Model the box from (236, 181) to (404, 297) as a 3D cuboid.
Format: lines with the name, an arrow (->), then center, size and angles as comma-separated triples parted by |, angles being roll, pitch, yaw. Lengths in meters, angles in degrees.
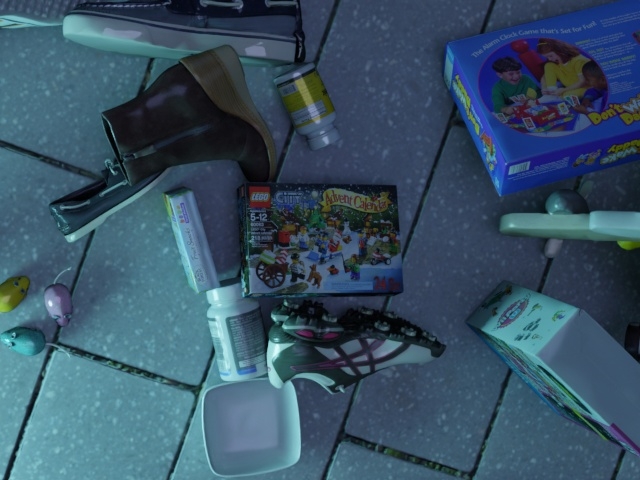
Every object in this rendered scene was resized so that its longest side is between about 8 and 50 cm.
box -> 0.000, 0.000, 1.940 | 0.233, 0.044, 0.159 | 0, 80, -20

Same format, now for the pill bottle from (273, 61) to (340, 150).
pill bottle -> -0.016, -0.190, 1.944 | 0.065, 0.065, 0.116 | -26, 101, -8

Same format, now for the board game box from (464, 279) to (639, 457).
board game box -> 0.355, 0.177, 1.934 | 0.224, 0.303, 0.097 | 44, 86, -12

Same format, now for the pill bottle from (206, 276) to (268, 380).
pill bottle -> -0.119, 0.126, 1.948 | 0.078, 0.078, 0.137 | -13, 98, -10

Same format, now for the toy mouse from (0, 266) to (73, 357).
toy mouse -> -0.396, 0.112, 1.913 | 0.161, 0.031, 0.143 | -36, 101, -6

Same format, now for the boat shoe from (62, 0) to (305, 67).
boat shoe -> -0.182, -0.332, 1.869 | 0.340, 0.127, 0.158 | 3, 89, -25

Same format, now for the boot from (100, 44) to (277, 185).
boot -> -0.178, -0.133, 1.858 | 0.207, 0.090, 0.248 | -34, 135, -14

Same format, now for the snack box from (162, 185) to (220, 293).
snack box -> -0.182, -0.002, 1.911 | 0.037, 0.100, 0.141 | -17, 99, -9

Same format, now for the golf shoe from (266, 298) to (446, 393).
golf shoe -> 0.048, 0.159, 1.971 | 0.272, 0.105, 0.120 | 8, 104, -22

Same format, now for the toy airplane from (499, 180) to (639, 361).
toy airplane -> 0.502, -0.018, 1.926 | 0.386, 0.384, 0.272 | 26, 59, -18

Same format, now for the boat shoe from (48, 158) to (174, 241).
boat shoe -> -0.285, -0.080, 1.896 | 0.206, 0.075, 0.065 | -36, 104, -1

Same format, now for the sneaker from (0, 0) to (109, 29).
sneaker -> -0.440, -0.341, 1.823 | 0.321, 0.127, 0.126 | -14, 105, -35

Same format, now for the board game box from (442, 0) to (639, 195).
board game box -> 0.378, -0.216, 1.949 | 0.347, 0.078, 0.233 | -14, 57, -10

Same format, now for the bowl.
bowl -> -0.103, 0.266, 1.978 | 0.142, 0.053, 0.142 | -6, 97, -12
